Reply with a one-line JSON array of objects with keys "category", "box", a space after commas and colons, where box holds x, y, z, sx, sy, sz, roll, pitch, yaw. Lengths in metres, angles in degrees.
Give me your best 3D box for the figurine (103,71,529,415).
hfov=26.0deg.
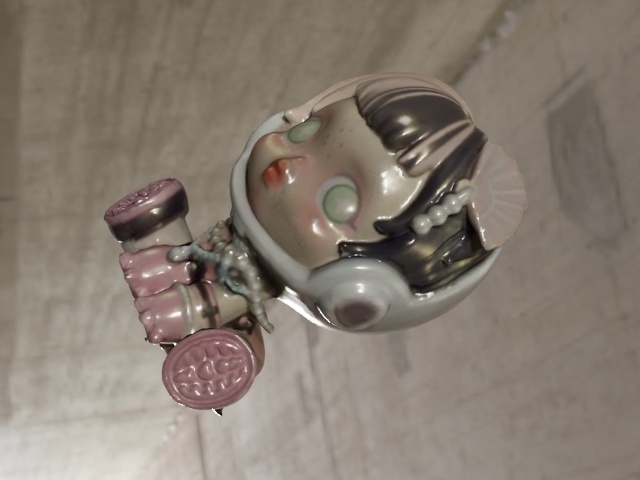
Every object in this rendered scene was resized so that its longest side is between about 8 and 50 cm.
[{"category": "figurine", "box": [-0.004, -0.008, 1.235, 0.253, 0.361, 0.211, 61, 8, 25]}]
